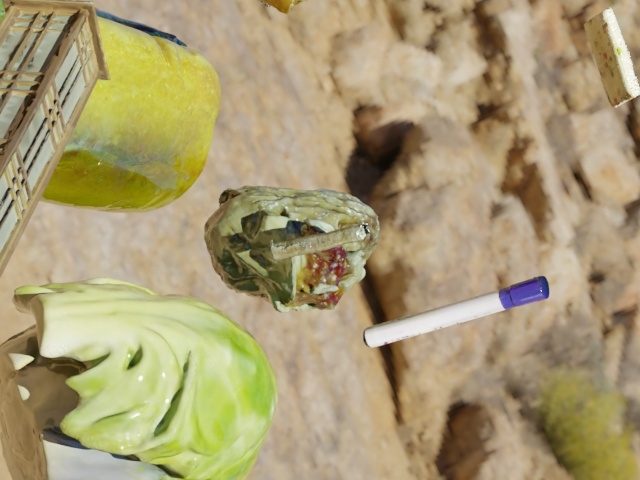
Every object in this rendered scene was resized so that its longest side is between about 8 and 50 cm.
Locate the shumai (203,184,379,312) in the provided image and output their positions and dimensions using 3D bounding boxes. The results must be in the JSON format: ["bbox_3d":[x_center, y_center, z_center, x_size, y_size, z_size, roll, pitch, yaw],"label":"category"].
[{"bbox_3d":[-0.031,0.031,2.031,0.218,0.256,0.189,-117,-150,-62],"label":"shumai"}]

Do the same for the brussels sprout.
[{"bbox_3d":[-0.246,0.226,1.952,0.342,0.361,0.425,58,-36,26],"label":"brussels sprout"}]

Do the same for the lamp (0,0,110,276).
[{"bbox_3d":[-0.267,-0.075,1.182,0.325,0.089,0.090,-73,165,-45],"label":"lamp"}]

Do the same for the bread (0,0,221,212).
[{"bbox_3d":[-0.283,-0.162,1.748,0.376,0.208,0.251,14,90,-55],"label":"bread"}]

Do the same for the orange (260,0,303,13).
[{"bbox_3d":[-0.034,-0.363,1.837,0.134,0.157,0.156,57,1,32],"label":"orange"}]

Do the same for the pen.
[{"bbox_3d":[0.176,0.097,1.907,0.033,0.269,0.033,41,39,-46],"label":"pen"}]

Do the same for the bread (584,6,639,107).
[{"bbox_3d":[0.467,-0.292,2.299,0.068,0.028,0.153,145,-70,-68],"label":"bread"}]

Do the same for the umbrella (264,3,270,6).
[{"bbox_3d":[-0.033,-0.399,2.301,0.022,0.122,0.013,78,-10,-67],"label":"umbrella"}]

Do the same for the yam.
[{"bbox_3d":[0.000,0.000,1.857,0.033,0.129,0.027,68,11,-47],"label":"yam"}]
